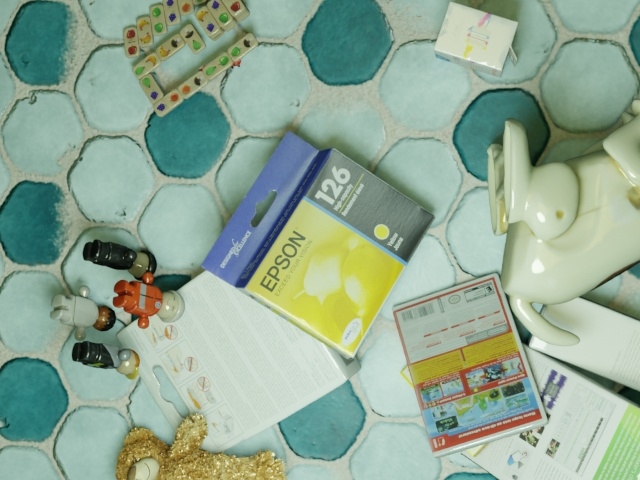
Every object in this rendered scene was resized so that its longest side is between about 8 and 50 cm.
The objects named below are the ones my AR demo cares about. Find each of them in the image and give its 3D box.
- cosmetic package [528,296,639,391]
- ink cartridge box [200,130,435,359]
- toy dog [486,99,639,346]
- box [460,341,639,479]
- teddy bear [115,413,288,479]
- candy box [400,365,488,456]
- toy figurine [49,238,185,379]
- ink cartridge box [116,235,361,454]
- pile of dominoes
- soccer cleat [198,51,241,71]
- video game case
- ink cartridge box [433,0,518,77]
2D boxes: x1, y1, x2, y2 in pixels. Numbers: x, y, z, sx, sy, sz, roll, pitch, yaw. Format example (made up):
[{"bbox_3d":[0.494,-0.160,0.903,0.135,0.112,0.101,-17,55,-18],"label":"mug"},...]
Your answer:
[{"bbox_3d":[0.491,0.173,1.771,0.231,0.085,0.117,23,95,10],"label":"cosmetic package"},{"bbox_3d":[0.000,0.000,1.779,0.307,0.072,0.304,33,76,-5],"label":"ink cartridge box"},{"bbox_3d":[0.498,-0.038,1.653,0.407,0.284,0.396,-3,75,3],"label":"toy dog"},{"bbox_3d":[0.411,0.340,1.715,0.322,0.058,0.232,30,99,45],"label":"box"},{"bbox_3d":[-0.224,0.450,1.871,0.338,0.113,0.245,26,112,4],"label":"teddy bear"},{"bbox_3d":[0.242,0.273,1.803,0.105,0.027,0.206,-45,59,7],"label":"candy box"},{"bbox_3d":[-0.370,0.124,1.856,0.210,0.148,0.213,-56,48,12],"label":"toy figurine"},{"bbox_3d":[-0.158,0.205,1.899,0.385,0.091,0.308,-34,87,26],"label":"ink cartridge box"},{"bbox_3d":[-0.253,-0.379,1.879,0.251,0.040,0.196,-35,76,9],"label":"pile of dominoes"},{"bbox_3d":[-0.189,-0.334,1.895,0.083,0.029,0.036,-13,80,7],"label":"soccer cleat"},{"bbox_3d":[0.257,0.216,1.780,0.204,0.025,0.285,-19,63,10],"label":"video game case"},{"bbox_3d":[0.282,-0.349,1.782,0.143,0.092,0.090,19,94,7],"label":"ink cartridge box"}]
